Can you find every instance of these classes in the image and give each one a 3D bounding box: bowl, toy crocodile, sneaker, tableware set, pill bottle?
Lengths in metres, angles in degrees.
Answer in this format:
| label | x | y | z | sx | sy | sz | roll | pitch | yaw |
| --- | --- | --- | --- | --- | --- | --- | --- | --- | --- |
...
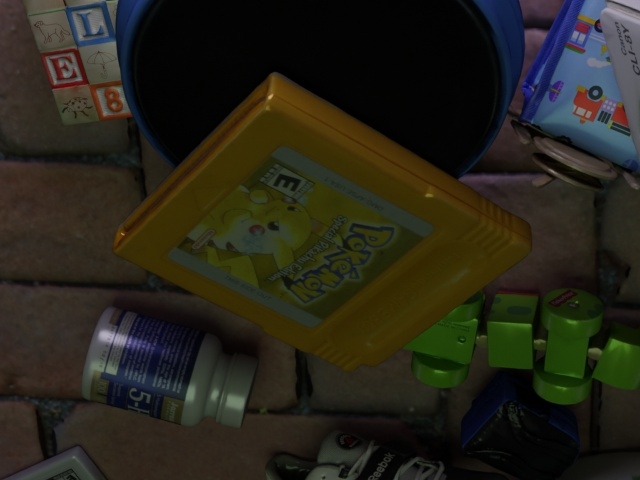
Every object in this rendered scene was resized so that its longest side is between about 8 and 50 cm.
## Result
| label | x | y | z | sx | sy | sz | roll | pitch | yaw |
| --- | --- | --- | --- | --- | --- | --- | --- | --- | --- |
| bowl | -0.003 | -0.167 | 1.473 | 0.391 | 0.077 | 0.391 | 2 | 138 | 2 |
| toy crocodile | 0.203 | 0.097 | 1.707 | 0.340 | 0.105 | 0.115 | 8 | 120 | 11 |
| sneaker | 0.064 | 0.286 | 1.793 | 0.330 | 0.122 | 0.146 | -15 | 107 | 36 |
| tableware set | 0.235 | -0.083 | 1.532 | 0.128 | 0.194 | 0.039 | 21 | 106 | -8 |
| pill bottle | -0.170 | 0.151 | 1.788 | 0.186 | 0.112 | 0.112 | 15 | 121 | 2 |

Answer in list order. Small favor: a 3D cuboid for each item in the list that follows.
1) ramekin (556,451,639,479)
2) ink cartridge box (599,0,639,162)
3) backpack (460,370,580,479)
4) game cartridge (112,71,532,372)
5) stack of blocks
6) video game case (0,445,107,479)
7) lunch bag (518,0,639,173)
| label | x | y | z | sx | sy | sz | roll | pitch | yaw |
| --- | --- | --- | --- | --- | --- | --- | --- | --- | --- |
| ramekin | 0.328 | 0.359 | 1.720 | 0.303 | 0.303 | 0.148 | -7 | 110 | 14 |
| ink cartridge box | 0.475 | -0.156 | 1.374 | 0.384 | 0.160 | 0.279 | -27 | 117 | -9 |
| backpack | 0.232 | 0.209 | 1.757 | 0.120 | 0.101 | 0.098 | 31 | 123 | -13 |
| game cartridge | 0.000 | 0.000 | 1.562 | 0.323 | 0.053 | 0.285 | 29 | 133 | -23 |
| stack of blocks | -0.136 | -0.228 | 1.575 | 0.297 | 0.087 | 0.171 | -6 | 120 | 13 |
| video game case | -0.341 | 0.381 | 2.003 | 0.227 | 0.026 | 0.206 | -26 | 112 | 21 |
| lunch bag | 0.349 | -0.214 | 1.488 | 0.221 | 0.138 | 0.293 | 23 | 112 | -1 |
